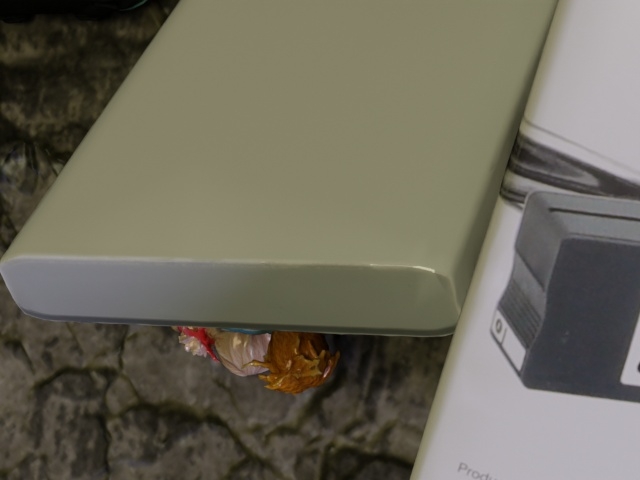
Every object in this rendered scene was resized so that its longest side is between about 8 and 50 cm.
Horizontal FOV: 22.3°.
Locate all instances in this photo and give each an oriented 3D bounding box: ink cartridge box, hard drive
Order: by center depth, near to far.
[{"bbox_3d":[0.172,-0.006,0.728,0.166,0.285,0.394,19,107,12],"label":"ink cartridge box"},{"bbox_3d":[0.008,-0.087,0.875,0.233,0.047,0.353,1,40,23],"label":"hard drive"}]

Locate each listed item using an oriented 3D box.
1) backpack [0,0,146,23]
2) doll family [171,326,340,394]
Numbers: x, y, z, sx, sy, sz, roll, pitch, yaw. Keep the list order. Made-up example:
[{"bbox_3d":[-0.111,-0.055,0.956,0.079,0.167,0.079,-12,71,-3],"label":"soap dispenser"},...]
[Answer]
[{"bbox_3d":[-0.196,-0.249,1.054,0.166,0.144,0.188,2,82,29],"label":"backpack"},{"bbox_3d":[0.000,0.000,0.952,0.263,0.118,0.163,-21,75,20],"label":"doll family"}]
